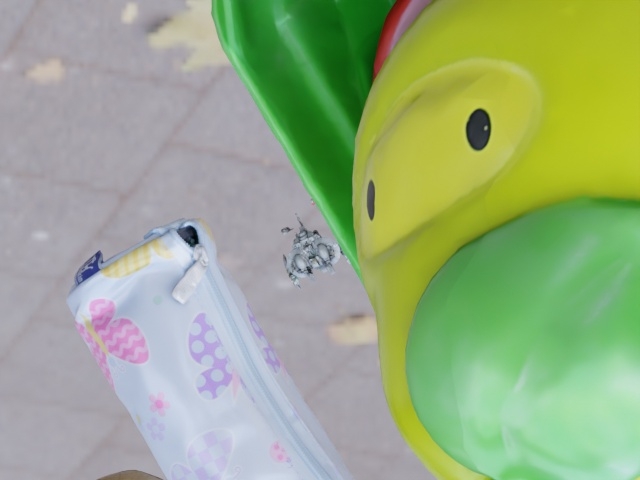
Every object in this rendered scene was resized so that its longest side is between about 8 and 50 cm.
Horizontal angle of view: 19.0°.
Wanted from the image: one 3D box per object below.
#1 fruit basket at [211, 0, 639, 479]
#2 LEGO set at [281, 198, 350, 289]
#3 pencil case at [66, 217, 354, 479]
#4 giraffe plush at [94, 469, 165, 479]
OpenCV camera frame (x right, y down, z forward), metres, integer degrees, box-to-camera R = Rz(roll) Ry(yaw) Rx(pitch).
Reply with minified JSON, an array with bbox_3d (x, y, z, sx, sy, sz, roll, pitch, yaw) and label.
[{"bbox_3d":[0.107,-0.066,0.679,0.392,0.283,0.392,-30,172,-5],"label":"fruit basket"},{"bbox_3d":[-0.002,-0.002,1.265,0.054,0.023,0.083,8,109,10],"label":"LEGO set"},{"bbox_3d":[-0.066,0.118,1.356,0.124,0.273,0.113,-34,173,30],"label":"pencil case"},{"bbox_3d":[-0.107,0.235,0.899,0.210,0.170,0.181,-51,155,22],"label":"giraffe plush"}]
